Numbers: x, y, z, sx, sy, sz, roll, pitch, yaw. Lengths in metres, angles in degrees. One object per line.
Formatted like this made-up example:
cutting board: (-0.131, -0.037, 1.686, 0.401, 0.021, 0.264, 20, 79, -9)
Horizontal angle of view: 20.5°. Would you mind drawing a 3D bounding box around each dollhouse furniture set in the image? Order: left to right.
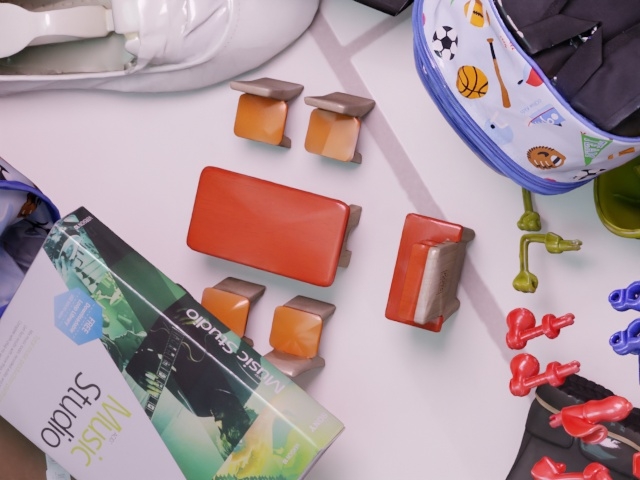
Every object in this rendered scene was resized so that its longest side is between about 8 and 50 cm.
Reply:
dollhouse furniture set: (0.000, 0.000, 1.621, 0.259, 0.135, 0.262, 14, 100, 18)

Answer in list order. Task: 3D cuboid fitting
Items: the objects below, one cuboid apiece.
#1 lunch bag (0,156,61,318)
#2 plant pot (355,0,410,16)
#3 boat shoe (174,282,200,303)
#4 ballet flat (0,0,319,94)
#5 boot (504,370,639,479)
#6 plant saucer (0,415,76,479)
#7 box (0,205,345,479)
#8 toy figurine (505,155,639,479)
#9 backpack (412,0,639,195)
lunch bag: (-0.437, -0.052, 1.639, 0.328, 0.385, 0.239, 37, 102, 13)
plant pot: (0.048, -0.301, 1.558, 0.167, 0.187, 0.188, 40, 107, 0)
boat shoe: (-0.172, 0.100, 1.744, 0.142, 0.049, 0.040, -45, 61, 16)
ballet flat: (-0.201, -0.203, 1.676, 0.400, 0.139, 0.139, -6, 93, 20)
boot: (0.265, 0.219, 1.592, 0.198, 0.077, 0.137, 31, 113, 22)
plant saucer: (-0.291, 0.258, 1.803, 0.278, 0.041, 0.278, 2, 95, 20)
box: (-0.162, 0.153, 1.660, 0.322, 0.058, 0.232, 38, 125, 6)
toy figurine: (0.299, 0.099, 1.533, 0.191, 0.217, 0.362, -27, 42, 34)
backpack: (0.196, -0.170, 1.456, 0.276, 0.263, 0.213, 47, 130, 0)
